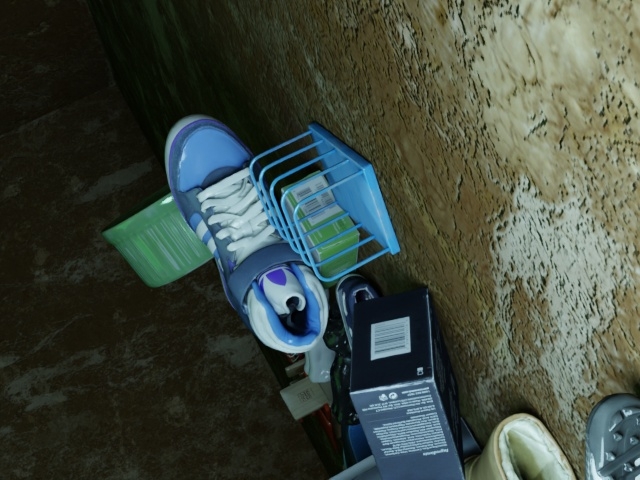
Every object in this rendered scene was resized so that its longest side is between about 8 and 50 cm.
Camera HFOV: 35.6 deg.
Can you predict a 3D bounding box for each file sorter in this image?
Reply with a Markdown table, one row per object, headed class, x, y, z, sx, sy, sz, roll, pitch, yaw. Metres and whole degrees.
| class | x | y | z | sx | sy | sz | roll | pitch | yaw |
| --- | --- | --- | --- | --- | --- | --- | --- | --- | --- |
| file sorter | -0.001 | -0.045 | 1.176 | 0.170 | 0.105 | 0.118 | 46 | 160 | 58 |

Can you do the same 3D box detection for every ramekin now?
| class | x | y | z | sx | sy | sz | roll | pitch | yaw |
| --- | --- | --- | --- | --- | --- | --- | --- | --- | --- |
| ramekin | -0.263 | -0.038 | 1.958 | 0.148 | 0.303 | 0.303 | 57 | 171 | -10 |

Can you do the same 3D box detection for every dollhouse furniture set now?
| class | x | y | z | sx | sy | sz | roll | pitch | yaw |
| --- | --- | --- | --- | --- | --- | --- | --- | --- | --- |
| dollhouse furniture set | 0.006 | 0.351 | 2.029 | 0.262 | 0.135 | 0.259 | 57 | 168 | 31 |

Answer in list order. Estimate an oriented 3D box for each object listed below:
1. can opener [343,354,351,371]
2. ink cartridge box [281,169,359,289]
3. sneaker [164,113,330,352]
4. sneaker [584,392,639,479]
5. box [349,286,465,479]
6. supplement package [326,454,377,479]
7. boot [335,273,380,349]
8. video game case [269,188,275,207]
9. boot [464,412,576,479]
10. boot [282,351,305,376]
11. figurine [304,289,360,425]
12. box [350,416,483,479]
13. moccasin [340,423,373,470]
| class | x | y | z | sx | sy | sz | roll | pitch | yaw |
| --- | --- | --- | --- | --- | --- | --- | --- | --- | --- |
| can opener | 0.079 | 0.198 | 1.487 | 0.073 | 0.059 | 0.186 | 1 | 145 | 29 |
| ink cartridge box | 0.000 | 0.000 | 1.393 | 0.109 | 0.062 | 0.209 | 60 | 169 | 20 |
| sneaker | -0.082 | -0.003 | 1.299 | 0.236 | 0.130 | 0.322 | 30 | 143 | 61 |
| sneaker | 0.227 | 0.201 | 0.751 | 0.106 | 0.078 | 0.234 | 38 | 155 | 61 |
| box | 0.097 | 0.166 | 1.101 | 0.156 | 0.093 | 0.158 | -84 | -22 | -56 |
| supplement package | 0.090 | 0.364 | 1.354 | 0.133 | 0.244 | 0.139 | 59 | 168 | 19 |
| boot | 0.073 | 0.140 | 1.363 | 0.086 | 0.069 | 0.190 | -141 | 26 | -78 |
| video game case | -0.074 | 0.057 | 1.789 | 0.232 | 0.042 | 0.210 | 81 | 179 | -60 |
| boot | 0.220 | 0.313 | 1.043 | 0.236 | 0.089 | 0.269 | 60 | 168 | 15 |
| boot | -0.053 | 0.230 | 2.170 | 0.176 | 0.088 | 0.244 | 63 | 178 | 0 |
| figurine | 0.022 | 0.167 | 1.678 | 0.215 | 0.092 | 0.209 | -131 | 25 | -56 |
| box | 0.101 | 0.398 | 1.214 | 0.242 | 0.307 | 0.076 | 60 | 172 | 18 |
| moccasin | 0.112 | 0.418 | 1.784 | 0.117 | 0.138 | 0.341 | -131 | 31 | -67 |
